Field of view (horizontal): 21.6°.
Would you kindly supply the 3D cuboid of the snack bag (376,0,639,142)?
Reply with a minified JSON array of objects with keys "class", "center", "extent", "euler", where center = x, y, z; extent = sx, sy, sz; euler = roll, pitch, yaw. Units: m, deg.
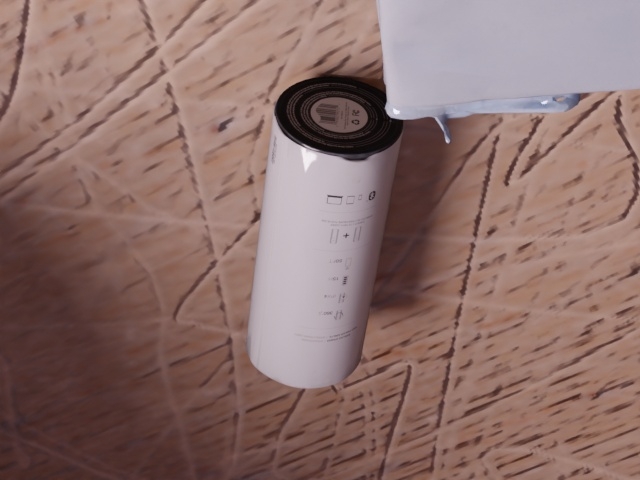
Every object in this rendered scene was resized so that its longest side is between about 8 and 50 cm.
[{"class":"snack bag","center":[0.158,-0.171,0.464],"extent":[0.323,0.037,0.342],"euler":[-3,136,9]}]

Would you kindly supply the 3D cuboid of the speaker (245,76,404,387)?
[{"class":"speaker","center":[0.000,0.000,0.724],"extent":[0.055,0.055,0.136],"euler":[4,131,-4]}]
